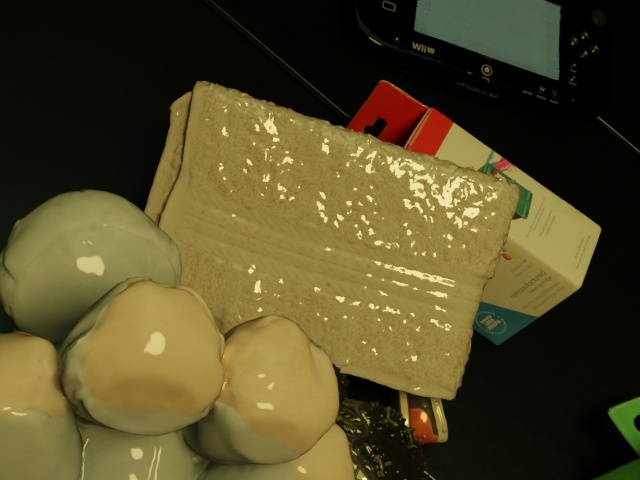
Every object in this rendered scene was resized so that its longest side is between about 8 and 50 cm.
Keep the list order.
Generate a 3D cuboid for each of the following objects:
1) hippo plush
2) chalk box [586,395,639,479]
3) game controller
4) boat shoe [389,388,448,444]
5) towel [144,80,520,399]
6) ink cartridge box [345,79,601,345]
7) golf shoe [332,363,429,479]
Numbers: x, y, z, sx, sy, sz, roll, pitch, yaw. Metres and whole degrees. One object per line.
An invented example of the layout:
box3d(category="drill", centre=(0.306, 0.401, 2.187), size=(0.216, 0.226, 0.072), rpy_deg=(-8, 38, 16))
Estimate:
box3d(category="hippo plush", centre=(-0.110, 0.094, 0.617), size=(0.234, 0.294, 0.236), rpy_deg=(-7, 36, -8))
box3d(category="chalk box", centre=(0.319, 0.227, 0.793), size=(0.132, 0.132, 0.213), rpy_deg=(-12, 68, -30))
box3d(category="game controller", centre=(0.178, -0.235, 1.029), size=(0.319, 0.067, 0.166), rpy_deg=(15, 58, -16))
box3d(category="boat shoe", centre=(0.081, 0.105, 0.802), size=(0.043, 0.049, 0.137), rpy_deg=(2, 68, -9))
box3d(category="towel", centre=(0.000, 0.000, 0.740), size=(0.282, 0.049, 0.187), rpy_deg=(17, 97, -1))
box3d(category="ink cartridge box", centre=(0.109, -0.021, 0.834), size=(0.231, 0.134, 0.078), rpy_deg=(34, 54, -3))
box3d(category="golf shoe", centre=(0.008, 0.159, 0.731), size=(0.198, 0.094, 0.077), rpy_deg=(46, 37, -26))
